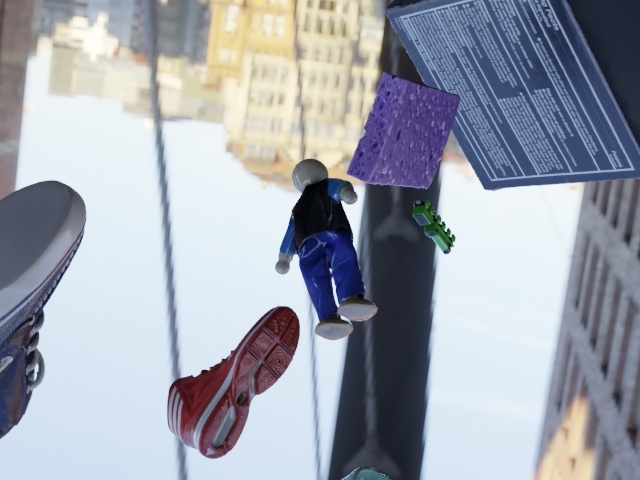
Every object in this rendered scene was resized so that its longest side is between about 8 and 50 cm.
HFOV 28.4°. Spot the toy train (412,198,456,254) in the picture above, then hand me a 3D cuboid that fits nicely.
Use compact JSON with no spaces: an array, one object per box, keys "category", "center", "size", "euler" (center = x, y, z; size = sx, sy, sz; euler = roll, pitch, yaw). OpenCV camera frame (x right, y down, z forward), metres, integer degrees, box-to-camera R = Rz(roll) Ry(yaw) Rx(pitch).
[{"category":"toy train","center":[0.115,-0.013,1.274],"size":[0.017,0.024,0.083],"euler":[-7,145,29]}]

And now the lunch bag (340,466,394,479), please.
[{"category":"lunch bag","center":[0.055,0.280,0.786],"size":[0.262,0.160,0.223],"euler":[31,139,-20]}]

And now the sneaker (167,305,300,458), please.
[{"category":"sneaker","center":[-0.128,0.167,1.652],"size":[0.128,0.221,0.087],"euler":[16,153,45]}]

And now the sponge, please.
[{"category":"sponge","center":[0.098,-0.119,1.414],"size":[0.031,0.117,0.210],"euler":[22,-171,20]}]

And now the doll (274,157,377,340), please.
[{"category":"doll","center":[0.000,0.000,1.218],"size":[0.046,0.189,0.129],"euler":[14,140,-36]}]

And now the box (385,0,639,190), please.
[{"category":"box","center":[0.293,-0.233,1.595],"size":[0.183,0.296,0.294],"euler":[-44,-156,-28]}]

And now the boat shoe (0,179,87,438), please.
[{"category":"boat shoe","center":[-0.342,0.093,1.353],"size":[0.158,0.340,0.127],"euler":[40,-171,-48]}]
